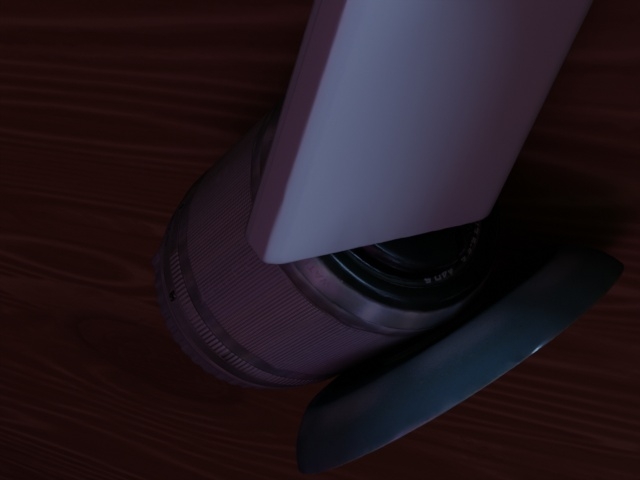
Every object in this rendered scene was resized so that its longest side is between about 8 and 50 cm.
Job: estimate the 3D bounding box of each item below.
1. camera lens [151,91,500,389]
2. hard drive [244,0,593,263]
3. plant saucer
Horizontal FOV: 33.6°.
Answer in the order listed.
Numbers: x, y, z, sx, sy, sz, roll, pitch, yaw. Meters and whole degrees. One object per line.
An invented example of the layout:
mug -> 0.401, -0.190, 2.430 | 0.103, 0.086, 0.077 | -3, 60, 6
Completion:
camera lens -> 0.000, 0.000, 0.904 | 0.219, 0.219, 0.274 | 38, 145, -12
hard drive -> 0.079, -0.124, 0.652 | 0.040, 0.203, 0.308 | 53, 139, 33
plant saucer -> 0.105, 0.088, 0.889 | 0.044, 0.317, 0.317 | 57, 143, 1
